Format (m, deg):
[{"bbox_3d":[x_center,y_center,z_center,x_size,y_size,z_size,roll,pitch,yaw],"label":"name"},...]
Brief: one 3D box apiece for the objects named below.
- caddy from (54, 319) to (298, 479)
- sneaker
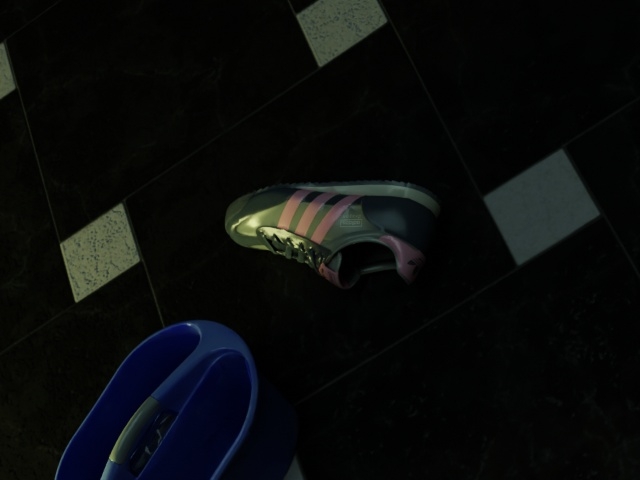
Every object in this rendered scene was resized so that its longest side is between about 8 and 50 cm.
[{"bbox_3d":[-0.190,0.267,1.942,0.241,0.179,0.341,25,79,41],"label":"caddy"},{"bbox_3d":[0.000,0.000,2.022,0.319,0.112,0.131,-5,58,32],"label":"sneaker"}]
